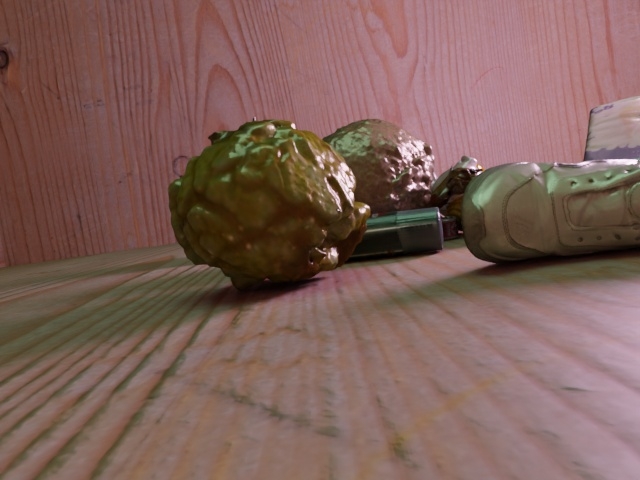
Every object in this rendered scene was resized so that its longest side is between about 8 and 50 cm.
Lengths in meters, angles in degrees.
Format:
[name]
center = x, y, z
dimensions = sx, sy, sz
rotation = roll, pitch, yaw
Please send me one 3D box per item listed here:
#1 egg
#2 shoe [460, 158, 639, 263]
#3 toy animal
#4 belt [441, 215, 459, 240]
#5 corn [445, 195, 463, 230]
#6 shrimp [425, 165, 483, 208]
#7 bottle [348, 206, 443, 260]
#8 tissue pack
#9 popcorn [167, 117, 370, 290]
[egg]
center = 0.094, -0.121, 1.098
dimensions = 0.310, 0.279, 0.279
rotation = -41, 15, -16
[shoe]
center = 0.349, -0.048, 0.659
dimensions = 0.342, 0.132, 0.210
rotation = -6, 0, -28
[toy animal]
center = 0.373, -0.136, 1.409
dimensions = 0.208, 0.154, 0.325
rotation = 33, -8, -30
[belt]
center = 0.202, -0.023, 1.173
dimensions = 0.232, 0.053, 0.071
rotation = -4, 9, 45
[corn]
center = 0.342, -0.056, 1.106
dimensions = 0.106, 0.106, 0.293
rotation = -8, 0, -2
[shrimp]
center = 0.285, -0.112, 1.141
dimensions = 0.150, 0.068, 0.248
rotation = -48, -2, -12
[bottle]
center = 0.078, -0.005, 0.954
dimensions = 0.286, 0.082, 0.082
rotation = -6, 4, 14
[tissue pack]
center = 0.652, -0.178, 1.013
dimensions = 0.242, 0.125, 0.343
rotation = -6, 33, 35
[popcorn]
center = -0.082, -0.049, 0.770
dimensions = 0.282, 0.247, 0.282
rotation = -21, -8, -3
